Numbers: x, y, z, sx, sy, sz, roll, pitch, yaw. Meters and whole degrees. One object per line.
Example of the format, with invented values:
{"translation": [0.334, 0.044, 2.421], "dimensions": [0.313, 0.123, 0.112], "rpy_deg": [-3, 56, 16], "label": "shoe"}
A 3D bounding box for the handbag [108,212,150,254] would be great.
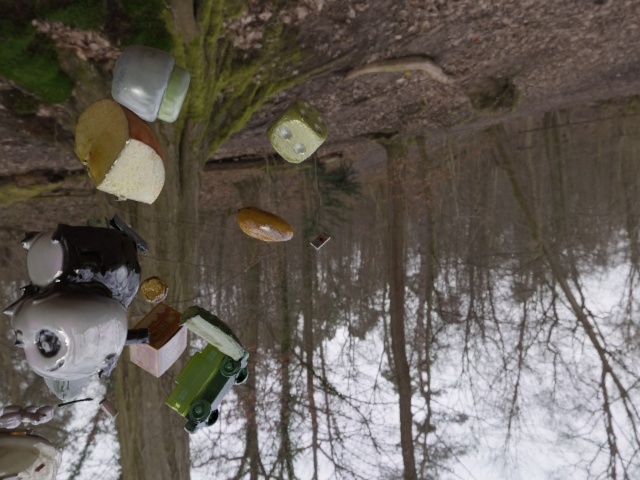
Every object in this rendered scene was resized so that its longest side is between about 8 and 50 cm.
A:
{"translation": [-0.932, -0.023, 2.023], "dimensions": [0.057, 0.221, 0.144], "rpy_deg": [-43, -147, -11], "label": "handbag"}

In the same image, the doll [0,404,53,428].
{"translation": [-1.057, 0.632, 1.500], "dimensions": [0.160, 0.059, 0.161], "rpy_deg": [2, 178, -31], "label": "doll"}

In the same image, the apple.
{"translation": [-0.658, -0.292, 1.360], "dimensions": [0.252, 0.314, 0.309], "rpy_deg": [-23, -125, -21], "label": "apple"}

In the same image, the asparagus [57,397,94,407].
{"translation": [-0.895, 0.592, 1.521], "dimensions": [0.114, 0.015, 0.014], "rpy_deg": [-4, 175, -32], "label": "asparagus"}

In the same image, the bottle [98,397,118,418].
{"translation": [-0.999, 0.790, 1.960], "dimensions": [0.045, 0.096, 0.045], "rpy_deg": [-29, -165, 9], "label": "bottle"}

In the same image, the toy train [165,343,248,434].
{"translation": [-0.546, 0.688, 2.016], "dimensions": [0.272, 0.179, 0.442], "rpy_deg": [24, -118, 22], "label": "toy train"}

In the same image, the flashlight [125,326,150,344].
{"translation": [-0.781, 0.373, 1.603], "dimensions": [0.231, 0.093, 0.093], "rpy_deg": [-3, -164, -18], "label": "flashlight"}

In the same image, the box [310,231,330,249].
{"translation": [0.000, 0.000, 1.860], "dimensions": [0.046, 0.012, 0.083], "rpy_deg": [38, -112, 24], "label": "box"}

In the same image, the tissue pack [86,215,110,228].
{"translation": [-0.750, 0.073, 1.450], "dimensions": [0.081, 0.257, 0.185], "rpy_deg": [-12, -141, -25], "label": "tissue pack"}

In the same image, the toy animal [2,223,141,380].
{"translation": [-0.509, 0.132, 0.882], "dimensions": [0.250, 0.310, 0.251], "rpy_deg": [0, 170, 0], "label": "toy animal"}

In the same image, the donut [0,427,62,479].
{"translation": [-0.938, 0.666, 1.152], "dimensions": [0.382, 0.383, 0.142], "rpy_deg": [-5, -138, -17], "label": "donut"}

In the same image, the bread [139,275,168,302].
{"translation": [-0.514, 0.151, 1.281], "dimensions": [0.083, 0.081, 0.046], "rpy_deg": [24, 175, -11], "label": "bread"}

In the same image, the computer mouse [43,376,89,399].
{"translation": [-1.077, 0.499, 1.781], "dimensions": [0.145, 0.429, 0.228], "rpy_deg": [23, -155, 0], "label": "computer mouse"}

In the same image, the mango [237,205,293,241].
{"translation": [-0.206, -0.057, 1.564], "dimensions": [0.227, 0.147, 0.109], "rpy_deg": [21, -119, 8], "label": "mango"}

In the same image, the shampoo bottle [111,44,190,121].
{"translation": [-0.785, -0.721, 1.917], "dimensions": [0.317, 0.323, 0.322], "rpy_deg": [20, -174, -27], "label": "shampoo bottle"}

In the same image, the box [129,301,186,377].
{"translation": [-0.893, 0.552, 2.315], "dimensions": [0.213, 0.284, 0.260], "rpy_deg": [25, -139, 9], "label": "box"}

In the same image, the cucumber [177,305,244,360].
{"translation": [-0.452, 0.401, 1.828], "dimensions": [0.145, 0.325, 0.105], "rpy_deg": [-32, -152, 25], "label": "cucumber"}

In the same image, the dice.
{"translation": [-0.085, -0.405, 1.543], "dimensions": [0.169, 0.169, 0.166], "rpy_deg": [-34, -157, 30], "label": "dice"}
